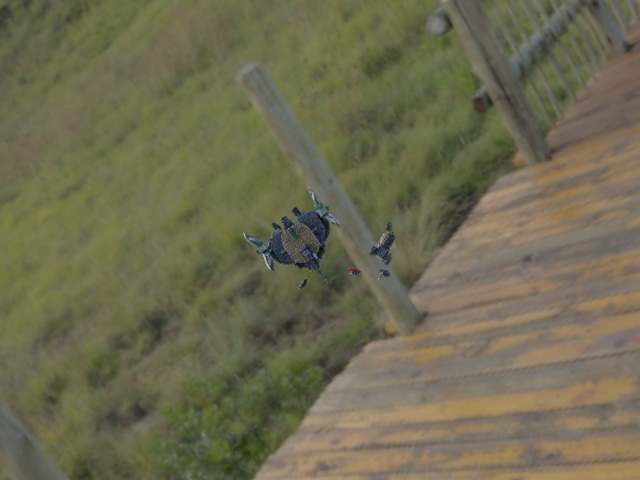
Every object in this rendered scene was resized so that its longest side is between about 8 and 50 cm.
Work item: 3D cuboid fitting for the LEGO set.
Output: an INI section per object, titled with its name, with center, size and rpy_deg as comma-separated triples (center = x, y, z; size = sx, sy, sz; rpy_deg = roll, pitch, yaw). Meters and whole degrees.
[LEGO set]
center = 0.001, 0.003, 0.488
size = 0.023, 0.083, 0.054
rpy_deg = -1, -66, -85
